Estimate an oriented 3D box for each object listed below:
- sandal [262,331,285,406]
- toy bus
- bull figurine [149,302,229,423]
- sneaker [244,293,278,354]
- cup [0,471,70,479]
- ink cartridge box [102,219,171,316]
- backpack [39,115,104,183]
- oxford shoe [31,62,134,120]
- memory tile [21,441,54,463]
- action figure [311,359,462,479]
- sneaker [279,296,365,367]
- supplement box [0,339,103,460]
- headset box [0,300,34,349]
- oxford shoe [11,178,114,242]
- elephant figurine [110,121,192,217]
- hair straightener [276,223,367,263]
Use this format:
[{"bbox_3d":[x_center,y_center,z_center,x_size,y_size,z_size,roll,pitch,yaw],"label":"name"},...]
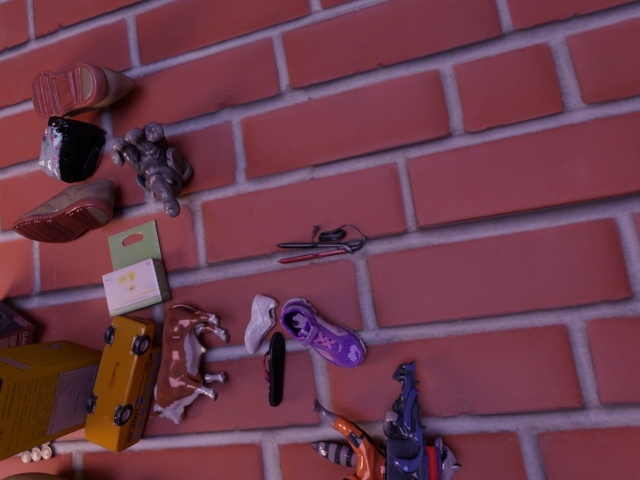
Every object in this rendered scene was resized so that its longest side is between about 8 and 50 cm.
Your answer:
[{"bbox_3d":[-0.119,0.314,1.070,0.040,0.067,0.179,1,87,27],"label":"sandal"},{"bbox_3d":[-0.502,0.363,1.134,0.108,0.130,0.332,13,88,17],"label":"toy bus"},{"bbox_3d":[-0.337,0.318,1.111,0.189,0.101,0.310,-1,86,11],"label":"bull figurine"},{"bbox_3d":[-0.149,0.213,1.093,0.061,0.054,0.152,11,87,14],"label":"sneaker"},{"bbox_3d":[-0.754,0.730,1.096,0.237,0.331,0.330,14,88,42],"label":"cup"},{"bbox_3d":[-0.520,0.076,1.210,0.171,0.056,0.235,-18,82,14],"label":"ink cartridge box"},{"bbox_3d":[-0.729,-0.259,1.267,0.115,0.152,0.181,22,102,23],"label":"backpack"},{"bbox_3d":[-0.711,-0.427,1.287,0.397,0.147,0.140,7,106,32],"label":"oxford shoe"},{"bbox_3d":[-0.826,0.562,1.264,0.113,0.012,0.147,-17,79,13],"label":"memory tile"},{"bbox_3d":[0.138,0.443,0.967,0.331,0.178,0.341,8,59,10],"label":"action figure"},{"bbox_3d":[-0.005,0.222,1.026,0.236,0.104,0.095,32,92,15],"label":"sneaker"},{"bbox_3d":[-0.730,0.380,1.077,0.195,0.356,0.194,11,87,16],"label":"supplement box"},{"bbox_3d":[-0.970,0.261,1.195,0.218,0.293,0.110,26,107,20],"label":"headset box"},{"bbox_3d":[-0.737,-0.084,1.274,0.349,0.123,0.130,-12,55,15],"label":"oxford shoe"},{"bbox_3d":[-0.430,-0.177,1.168,0.169,0.186,0.239,-23,107,46],"label":"elephant figurine"},{"bbox_3d":[0.000,0.000,1.076,0.231,0.047,0.088,-9,82,14],"label":"hair straightener"}]
